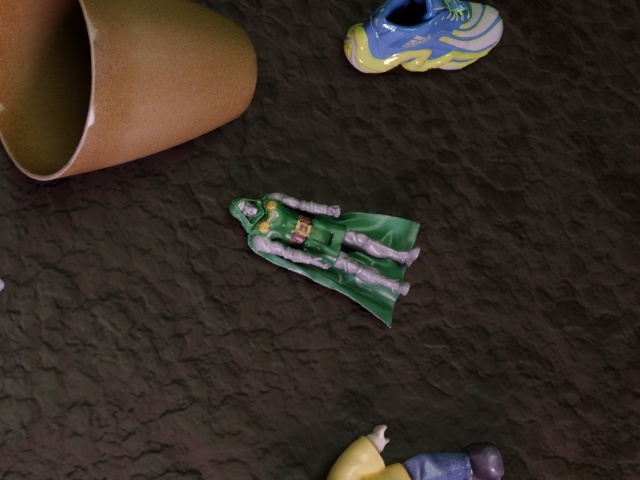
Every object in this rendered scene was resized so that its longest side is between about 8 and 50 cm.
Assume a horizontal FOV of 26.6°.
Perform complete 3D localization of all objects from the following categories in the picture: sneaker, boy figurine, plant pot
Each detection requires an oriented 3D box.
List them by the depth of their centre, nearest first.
[{"bbox_3d":[0.071,0.294,1.499,0.285,0.092,0.177,-8,76,-28],"label":"boy figurine"},{"bbox_3d":[-0.207,-0.192,1.518,0.254,0.237,0.237,-6,72,-41],"label":"plant pot"},{"bbox_3d":[0.153,-0.275,1.732,0.240,0.126,0.091,-18,78,-26],"label":"sneaker"}]

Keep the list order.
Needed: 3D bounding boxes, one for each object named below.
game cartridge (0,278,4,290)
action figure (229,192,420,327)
[{"bbox_3d":[-0.496,0.071,1.376,0.196,0.060,0.294,47,60,-3],"label":"game cartridge"},{"bbox_3d":[0.000,0.000,1.604,0.232,0.063,0.137,20,67,-10],"label":"action figure"}]
